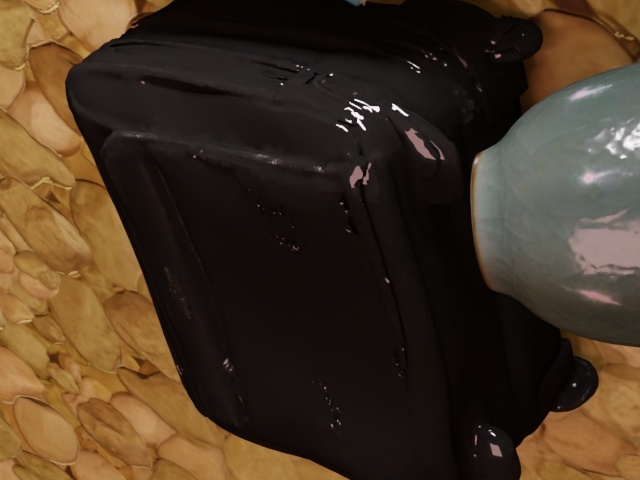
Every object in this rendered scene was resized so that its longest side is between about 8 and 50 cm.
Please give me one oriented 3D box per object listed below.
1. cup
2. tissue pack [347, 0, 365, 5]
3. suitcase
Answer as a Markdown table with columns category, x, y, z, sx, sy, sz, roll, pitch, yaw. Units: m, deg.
| category | x | y | z | sx | sy | sz | roll | pitch | yaw |
| --- | --- | --- | --- | --- | --- | --- | --- | --- | --- |
| cup | 0.163 | -0.018 | 0.776 | 0.150 | 0.199 | 0.199 | -5 | 124 | 17 |
| tissue pack | -0.053 | -0.279 | 0.808 | 0.271 | 0.124 | 0.201 | 26 | 137 | 17 |
| suitcase | 0.000 | 0.000 | 0.988 | 0.339 | 0.188 | 0.345 | 14 | 134 | 38 |
